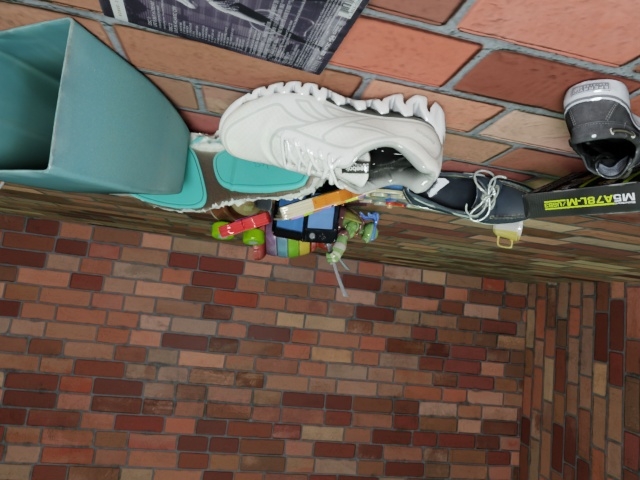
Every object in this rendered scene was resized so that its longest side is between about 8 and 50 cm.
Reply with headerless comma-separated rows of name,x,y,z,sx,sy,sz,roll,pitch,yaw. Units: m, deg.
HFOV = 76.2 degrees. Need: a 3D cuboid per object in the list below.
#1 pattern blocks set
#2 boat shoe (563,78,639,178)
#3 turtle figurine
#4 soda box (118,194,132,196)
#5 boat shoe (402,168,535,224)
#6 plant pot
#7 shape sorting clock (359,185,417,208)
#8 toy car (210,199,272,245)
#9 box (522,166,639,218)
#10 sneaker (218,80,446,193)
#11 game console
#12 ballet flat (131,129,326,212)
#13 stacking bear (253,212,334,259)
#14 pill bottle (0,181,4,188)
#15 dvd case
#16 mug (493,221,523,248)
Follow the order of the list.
pattern blocks set,0.003,-0.069,0.721,0.324,0.026,0.285,-17,-173,3
boat shoe,0.352,-0.113,0.494,0.080,0.076,0.228,1,172,42
turtle figurine,0.000,0.000,1.085,0.266,0.198,0.275,24,129,-2
soda box,-0.493,-0.158,0.940,0.073,0.069,0.216,7,173,-3
boat shoe,0.280,-0.084,0.752,0.254,0.096,0.079,14,-174,11
plant pot,-0.296,-0.141,0.550,0.165,0.166,0.234,3,175,22
shape sorting clock,0.156,-0.093,0.921,0.205,0.041,0.206,4,178,0
toy car,-0.146,-0.092,0.896,0.148,0.155,0.188,12,159,-35
box,0.422,-0.076,0.582,0.190,0.045,0.184,-20,-168,-37
sneaker,0.010,-0.120,0.506,0.291,0.119,0.110,3,145,7
game console,-0.027,-0.071,0.892,0.124,0.144,0.085,4,173,24
ballet flat,-0.164,-0.124,0.712,0.408,0.147,0.147,4,172,21
stacking bear,-0.066,-0.022,1.320,0.288,0.176,0.164,0,171,-4
pill bottle,-0.827,-0.176,0.894,0.121,0.121,0.216,6,172,8
dvd case,-0.079,-0.212,0.347,0.221,0.018,0.164,8,174,-17
mug,0.489,-0.027,1.074,0.064,0.078,0.062,12,150,34
